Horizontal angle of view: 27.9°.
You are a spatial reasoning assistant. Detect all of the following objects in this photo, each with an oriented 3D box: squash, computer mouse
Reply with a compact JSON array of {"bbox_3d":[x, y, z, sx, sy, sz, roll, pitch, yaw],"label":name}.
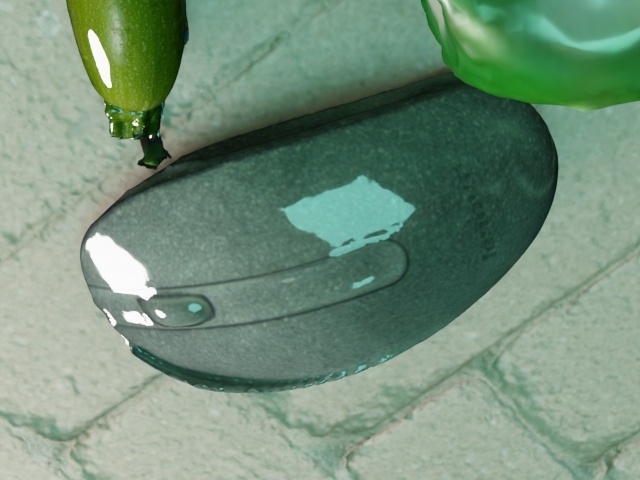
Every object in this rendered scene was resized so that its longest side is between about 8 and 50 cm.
[{"bbox_3d":[-0.129,-0.192,0.838,0.087,0.087,0.332,-3,123,-6],"label":"squash"},{"bbox_3d":[0.000,0.000,0.952,0.374,0.114,0.203,-23,122,7],"label":"computer mouse"}]

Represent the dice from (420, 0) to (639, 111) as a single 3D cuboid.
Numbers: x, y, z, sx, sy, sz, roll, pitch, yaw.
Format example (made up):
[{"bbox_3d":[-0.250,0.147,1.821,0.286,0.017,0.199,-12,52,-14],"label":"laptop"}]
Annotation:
[{"bbox_3d":[0.165,-0.267,0.712,0.287,0.297,0.300,-16,122,6],"label":"dice"}]
